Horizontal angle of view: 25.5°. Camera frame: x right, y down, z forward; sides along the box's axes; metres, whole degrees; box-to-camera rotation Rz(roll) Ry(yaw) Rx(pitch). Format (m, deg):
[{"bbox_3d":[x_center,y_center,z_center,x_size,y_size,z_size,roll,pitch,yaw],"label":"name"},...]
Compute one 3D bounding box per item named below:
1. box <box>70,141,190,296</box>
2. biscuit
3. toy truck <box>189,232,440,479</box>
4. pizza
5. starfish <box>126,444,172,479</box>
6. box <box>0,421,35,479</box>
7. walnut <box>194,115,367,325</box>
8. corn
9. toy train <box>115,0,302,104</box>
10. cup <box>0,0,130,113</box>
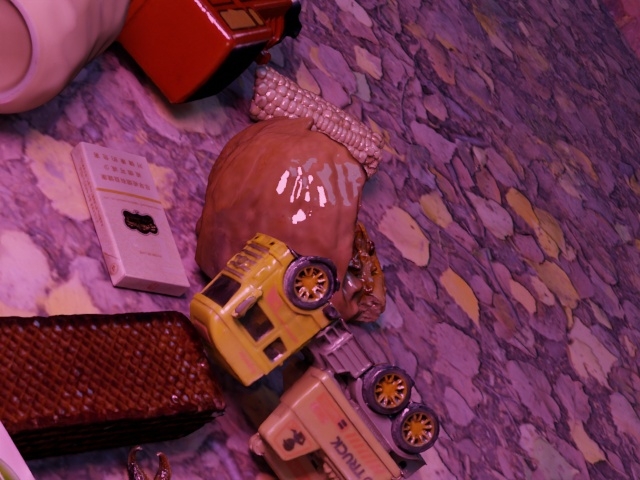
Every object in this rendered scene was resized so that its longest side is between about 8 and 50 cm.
[{"bbox_3d":[-0.193,-0.022,1.443,0.090,0.024,0.167,13,47,-47],"label":"box"},{"bbox_3d":[-0.234,0.123,1.176,0.388,0.073,0.107,1,57,-53],"label":"biscuit"},{"bbox_3d":[-0.016,0.136,1.356,0.272,0.157,0.124,55,-13,-17],"label":"toy truck"},{"bbox_3d":[0.001,0.000,1.639,0.194,0.069,0.154,28,37,-37],"label":"pizza"},{"bbox_3d":[-0.145,0.224,1.228,0.078,0.028,0.091,32,36,-19],"label":"starfish"},{"bbox_3d":[-0.229,0.292,0.917,0.333,0.145,0.173,57,31,12],"label":"box"},{"bbox_3d":[-0.047,-0.012,1.467,0.141,0.204,0.238,-19,72,-47],"label":"walnut"},{"bbox_3d":[-0.015,-0.140,1.776,0.211,0.087,0.087,29,35,-22],"label":"corn"},{"bbox_3d":[-0.148,-0.288,1.661,0.232,0.163,0.369,52,28,6],"label":"toy train"},{"bbox_3d":[-0.291,-0.265,1.368,0.173,0.255,0.202,9,28,10],"label":"cup"}]
